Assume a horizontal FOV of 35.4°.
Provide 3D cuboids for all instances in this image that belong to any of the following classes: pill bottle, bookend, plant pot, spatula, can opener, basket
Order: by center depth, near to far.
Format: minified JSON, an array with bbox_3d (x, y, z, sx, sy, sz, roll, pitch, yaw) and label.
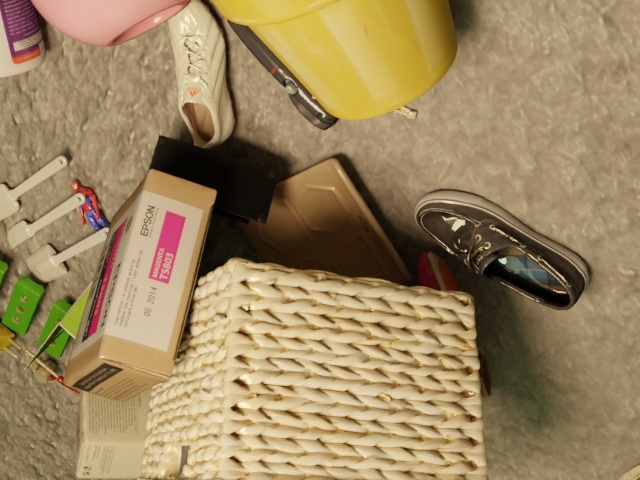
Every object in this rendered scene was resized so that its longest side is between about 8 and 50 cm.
[{"bbox_3d":[0.025,-0.266,1.034,0.254,0.254,0.239,-11,130,30],"label":"plant pot"},{"bbox_3d":[-0.014,0.194,1.180,0.331,0.266,0.328,10,164,-23],"label":"basket"},{"bbox_3d":[-0.043,-0.209,1.202,0.186,0.059,0.073,46,128,-7],"label":"can opener"},{"bbox_3d":[-0.425,-0.316,1.286,0.108,0.108,0.193,8,122,21],"label":"pill bottle"},{"bbox_3d":[-0.151,-0.061,1.303,0.156,0.072,0.157,16,166,-11],"label":"bookend"},{"bbox_3d":[-0.408,-0.029,1.501,0.242,0.019,0.168,-23,102,41],"label":"spatula"}]

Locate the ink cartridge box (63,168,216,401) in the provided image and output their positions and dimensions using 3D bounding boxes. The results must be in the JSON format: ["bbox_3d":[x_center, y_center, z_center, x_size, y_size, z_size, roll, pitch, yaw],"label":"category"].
[{"bbox_3d":[-0.215,0.058,1.185,0.088,0.234,0.193,20,155,-18],"label":"ink cartridge box"}]

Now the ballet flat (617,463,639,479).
[{"bbox_3d":[0.429,0.319,1.308,0.057,0.052,0.168,32,128,4],"label":"ballet flat"}]

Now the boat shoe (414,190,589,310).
[{"bbox_3d":[0.212,0.018,1.210,0.228,0.076,0.080,30,127,5],"label":"boat shoe"}]

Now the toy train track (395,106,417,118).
[{"bbox_3d":[0.075,-0.163,1.203,0.083,0.014,0.048,21,126,12],"label":"toy train track"}]

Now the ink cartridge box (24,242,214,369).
[{"bbox_3d":[-0.287,0.097,1.426,0.097,0.189,0.255,41,129,-4],"label":"ink cartridge box"}]

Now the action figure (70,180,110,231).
[{"bbox_3d":[-0.333,-0.037,1.467,0.038,0.030,0.115,-15,110,37],"label":"action figure"}]

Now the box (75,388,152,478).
[{"bbox_3d":[-0.216,0.283,1.474,0.275,0.113,0.094,6,130,-18],"label":"box"}]

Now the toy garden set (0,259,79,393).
[{"bbox_3d":[-0.457,0.147,1.627,0.244,0.049,0.204,33,128,1],"label":"toy garden set"}]

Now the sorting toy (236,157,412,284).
[{"bbox_3d":[0.000,0.000,1.329,0.208,0.038,0.193,-22,108,39],"label":"sorting toy"}]

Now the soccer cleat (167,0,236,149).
[{"bbox_3d":[-0.151,-0.206,1.243,0.068,0.076,0.196,1,119,25],"label":"soccer cleat"}]

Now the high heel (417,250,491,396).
[{"bbox_3d":[0.137,0.121,1.309,0.117,0.082,0.244,-11,127,21],"label":"high heel"}]

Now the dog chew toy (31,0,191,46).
[{"bbox_3d":[-0.274,-0.390,1.120,0.207,0.206,0.332,-23,100,34],"label":"dog chew toy"}]
